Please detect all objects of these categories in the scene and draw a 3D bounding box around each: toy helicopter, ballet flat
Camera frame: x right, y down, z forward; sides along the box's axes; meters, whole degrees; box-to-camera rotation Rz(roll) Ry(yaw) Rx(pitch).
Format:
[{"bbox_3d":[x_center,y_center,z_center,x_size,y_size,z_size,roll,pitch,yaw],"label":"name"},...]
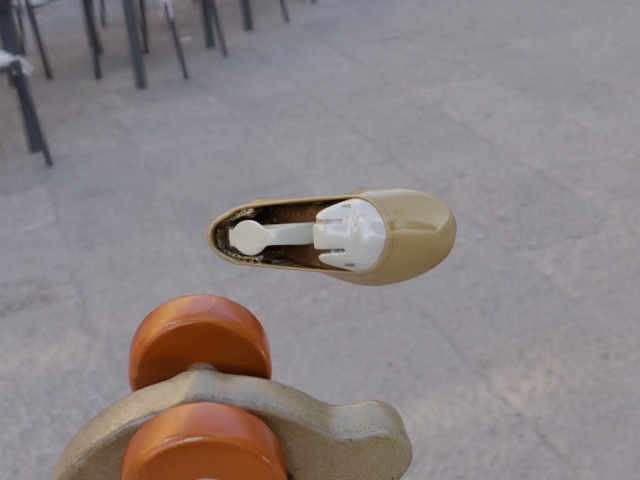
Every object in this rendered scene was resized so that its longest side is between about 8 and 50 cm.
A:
[{"bbox_3d":[0.007,0.200,0.648,0.355,0.235,0.140,22,22,-18],"label":"toy helicopter"},{"bbox_3d":[0.000,0.000,0.882,0.232,0.080,0.073,-3,1,42],"label":"ballet flat"}]
